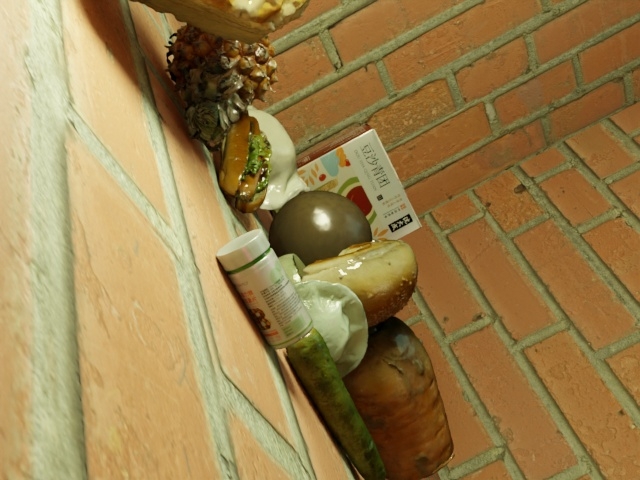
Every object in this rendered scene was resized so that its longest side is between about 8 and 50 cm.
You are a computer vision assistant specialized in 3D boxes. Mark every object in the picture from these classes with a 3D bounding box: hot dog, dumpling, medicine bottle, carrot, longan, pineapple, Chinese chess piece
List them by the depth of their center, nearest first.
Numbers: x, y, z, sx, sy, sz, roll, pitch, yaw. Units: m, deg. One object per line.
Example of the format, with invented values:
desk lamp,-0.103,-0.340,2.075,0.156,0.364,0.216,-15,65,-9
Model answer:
medicine bottle,-0.088,0.080,1.243,0.183,0.086,0.086,61,4,-14
carrot,0.035,0.314,1.396,0.074,0.074,0.358,-105,169,-74
dumpling,0.005,0.175,1.438,0.219,0.153,0.108,62,31,-22
pineapple,-0.217,-0.309,1.603,0.271,0.262,0.262,-89,155,-48
Chinese chess piece,-0.046,0.120,1.633,0.188,0.083,0.188,59,7,-12
carrot,0.149,0.337,1.677,0.224,0.224,0.340,-107,176,-71
hot dog,-0.160,-0.182,1.712,0.337,0.100,0.135,-95,158,-52
longan,0.000,0.000,1.820,0.258,0.258,0.258,62,4,-7
dumpling,-0.176,-0.209,1.953,0.318,0.187,0.243,52,43,-2

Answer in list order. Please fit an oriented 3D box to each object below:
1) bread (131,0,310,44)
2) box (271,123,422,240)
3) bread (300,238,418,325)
bread,-0.187,-0.577,1.344,0.371,0.390,0.279,16,-3,-34
box,0.058,-0.110,2.338,0.344,0.385,0.122,61,3,-17
bread,0.111,0.084,1.592,0.314,0.192,0.171,-23,96,-65
